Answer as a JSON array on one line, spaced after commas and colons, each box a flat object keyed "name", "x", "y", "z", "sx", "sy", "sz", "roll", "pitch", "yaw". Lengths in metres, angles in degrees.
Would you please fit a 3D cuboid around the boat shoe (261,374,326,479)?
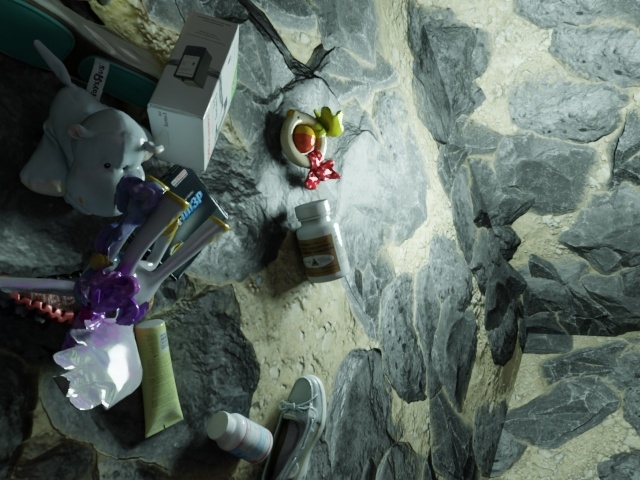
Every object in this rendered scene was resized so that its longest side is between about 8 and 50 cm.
[{"name": "boat shoe", "x": -0.074, "y": 0.516, "z": 1.300, "sx": 0.103, "sy": 0.118, "sz": 0.320, "roll": 39, "pitch": 64, "yaw": -47}]

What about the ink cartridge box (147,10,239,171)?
[{"name": "ink cartridge box", "x": -0.269, "y": -0.321, "z": 1.065, "sx": 0.115, "sy": 0.198, "sz": 0.272, "roll": 15, "pitch": 64, "yaw": -5}]

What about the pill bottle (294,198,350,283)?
[{"name": "pill bottle", "x": 0.000, "y": 0.000, "z": 1.435, "sx": 0.131, "sy": 0.131, "sz": 0.229, "roll": -26, "pitch": 106, "yaw": -49}]

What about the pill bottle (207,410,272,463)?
[{"name": "pill bottle", "x": -0.195, "y": 0.473, "z": 1.175, "sx": 0.160, "sy": 0.087, "sz": 0.087, "roll": 46, "pitch": 52, "yaw": -37}]

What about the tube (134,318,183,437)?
[{"name": "tube", "x": -0.350, "y": 0.292, "z": 1.037, "sx": 0.070, "sy": 0.062, "sz": 0.240, "roll": -7, "pitch": 99, "yaw": -8}]

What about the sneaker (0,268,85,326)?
[{"name": "sneaker", "x": -0.461, "y": 0.097, "z": 0.887, "sx": 0.276, "sy": 0.098, "sz": 0.135, "roll": 31, "pitch": 63, "yaw": -47}]

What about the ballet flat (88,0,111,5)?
[{"name": "ballet flat", "x": -0.454, "y": -0.501, "z": 0.951, "sx": 0.077, "sy": 0.077, "sz": 0.231, "roll": 55, "pitch": 28, "yaw": -1}]

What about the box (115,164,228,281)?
[{"name": "box", "x": -0.328, "y": -0.044, "z": 1.101, "sx": 0.175, "sy": 0.051, "sz": 0.220, "roll": 57, "pitch": 46, "yaw": -29}]

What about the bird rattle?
[{"name": "bird rattle", "x": -0.038, "y": -0.287, "z": 1.470, "sx": 0.207, "sy": 0.143, "sz": 0.253, "roll": 15, "pitch": 87, "yaw": -37}]

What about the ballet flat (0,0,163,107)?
[{"name": "ballet flat", "x": -0.475, "y": -0.383, "z": 0.923, "sx": 0.400, "sy": 0.139, "sz": 0.139, "roll": 18, "pitch": 72, "yaw": -53}]

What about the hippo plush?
[{"name": "hippo plush", "x": -0.365, "y": -0.163, "z": 0.863, "sx": 0.234, "sy": 0.237, "sz": 0.294, "roll": 2, "pitch": 108, "yaw": -49}]

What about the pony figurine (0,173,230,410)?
[{"name": "pony figurine", "x": -0.324, "y": 0.077, "z": 0.745, "sx": 0.363, "sy": 0.303, "sz": 0.351, "roll": -55, "pitch": 169, "yaw": -3}]
